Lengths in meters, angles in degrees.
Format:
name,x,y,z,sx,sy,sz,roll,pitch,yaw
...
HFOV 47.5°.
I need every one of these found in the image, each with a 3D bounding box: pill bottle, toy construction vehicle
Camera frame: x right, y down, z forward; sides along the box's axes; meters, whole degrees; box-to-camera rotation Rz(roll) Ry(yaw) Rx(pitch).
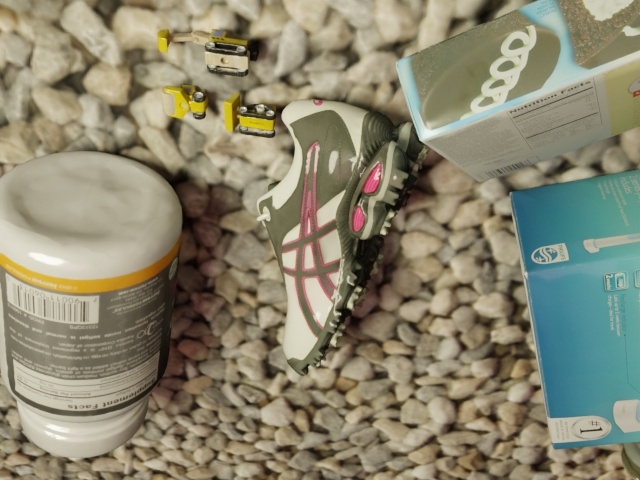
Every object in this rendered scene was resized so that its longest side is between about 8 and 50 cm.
name,x,y,z,sx,sy,sz,roll,pitch,yaw
pill bottle,-0.221,0.069,0.688,0.162,0.162,0.279,13,128,-2
toy construction vehicle,-0.083,-0.132,0.601,0.098,0.035,0.086,8,138,6

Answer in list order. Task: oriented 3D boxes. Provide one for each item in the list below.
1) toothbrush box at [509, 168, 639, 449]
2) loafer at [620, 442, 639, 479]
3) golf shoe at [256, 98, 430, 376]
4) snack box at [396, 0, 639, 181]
name,x,y,z,sx,sy,sz,roll,pitch,yaw
toothbrush box,0.328,0.050,0.617,0.295,0.126,0.216,-10,124,16
loafer,0.428,0.279,0.794,0.251,0.094,0.087,24,122,-10
golf shoe,0.000,0.000,0.658,0.120,0.105,0.273,25,122,9
snack box,0.228,-0.128,0.469,0.321,0.187,0.060,-19,79,20
